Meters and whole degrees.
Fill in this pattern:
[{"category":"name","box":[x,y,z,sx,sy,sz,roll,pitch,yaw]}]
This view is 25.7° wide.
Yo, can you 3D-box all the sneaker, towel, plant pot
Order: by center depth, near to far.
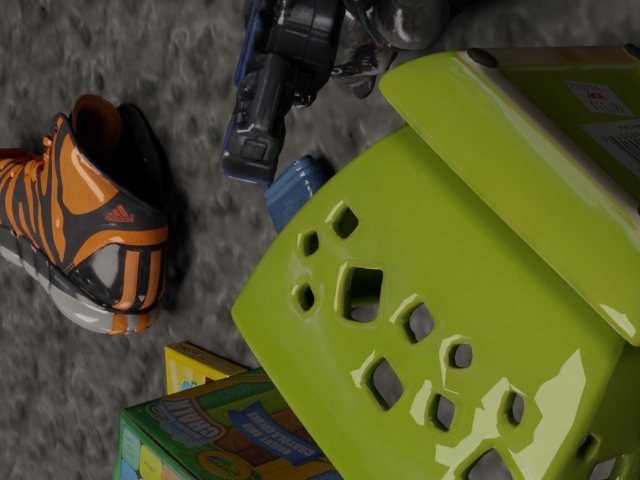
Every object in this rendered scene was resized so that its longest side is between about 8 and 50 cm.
[{"category":"plant pot","box":[0.126,0.026,0.743,0.227,0.228,0.207,49,128,32]},{"category":"towel","box":[0.000,0.000,1.049,0.067,0.029,0.119,-37,71,51]},{"category":"sneaker","box":[-0.242,-0.065,1.285,0.321,0.124,0.180,31,121,30]}]

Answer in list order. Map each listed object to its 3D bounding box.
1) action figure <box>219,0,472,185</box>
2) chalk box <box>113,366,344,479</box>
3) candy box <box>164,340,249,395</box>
[{"category":"action figure","box":[0.063,-0.170,0.780,0.330,0.178,0.341,134,153,-55]},{"category":"chalk box","box":[-0.072,0.193,1.050,0.132,0.213,0.132,32,125,43]},{"category":"candy box","box":[-0.096,0.200,1.238,0.105,0.027,0.206,17,114,52]}]
